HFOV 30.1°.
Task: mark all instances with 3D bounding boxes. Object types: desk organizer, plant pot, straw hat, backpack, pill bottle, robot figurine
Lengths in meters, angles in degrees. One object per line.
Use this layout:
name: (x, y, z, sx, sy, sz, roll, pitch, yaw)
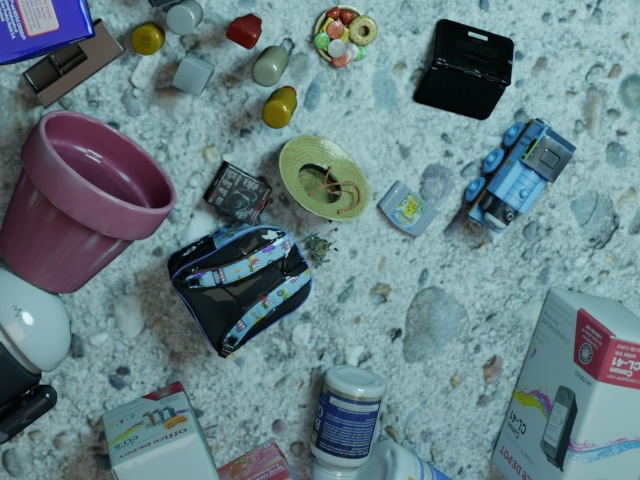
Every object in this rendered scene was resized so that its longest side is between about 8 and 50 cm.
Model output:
desk organizer: (-0.320, -0.230, 1.540, 0.130, 0.047, 0.050, -36, 110, -2)
plant pot: (-0.317, -0.039, 1.535, 0.201, 0.201, 0.180, 30, 113, -21)
straw hat: (-0.007, -0.072, 1.663, 0.144, 0.144, 0.061, 20, 143, -20)
backpack: (-0.108, 0.051, 1.647, 0.173, 0.117, 0.158, -32, 112, -3)
pill bottle: (0.169, 0.437, 1.827, 0.272, 0.152, 0.152, 36, 95, -21)
pill bottle: (0.036, 0.280, 1.771, 0.094, 0.094, 0.169, 8, 105, -17)
robot figurine: (-0.462, 0.146, 1.557, 0.278, 0.173, 0.209, -34, 136, -3)

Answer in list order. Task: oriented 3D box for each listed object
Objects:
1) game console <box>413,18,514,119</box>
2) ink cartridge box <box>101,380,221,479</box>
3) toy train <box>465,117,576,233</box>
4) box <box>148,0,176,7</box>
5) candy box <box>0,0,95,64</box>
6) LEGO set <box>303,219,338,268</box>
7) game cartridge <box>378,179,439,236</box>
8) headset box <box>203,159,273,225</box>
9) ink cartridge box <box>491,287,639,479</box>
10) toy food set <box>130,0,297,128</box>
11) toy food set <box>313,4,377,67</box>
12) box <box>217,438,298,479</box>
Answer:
game console: (0.204, -0.243, 1.695, 0.122, 0.071, 0.107, 13, 74, -19)
ink cartridge box: (-0.220, 0.306, 1.666, 0.128, 0.176, 0.127, -23, 112, -7)
toy train: (0.282, -0.093, 1.713, 0.080, 0.105, 0.184, 33, 96, -21)
box: (-0.121, -0.468, 1.452, 0.295, 0.073, 0.293, -18, 123, 1)
candy box: (-0.344, -0.340, 1.333, 0.122, 0.317, 0.268, -17, 102, -8)
LEGO set: (0.002, 0.000, 1.716, 0.054, 0.023, 0.083, 35, 83, -24)
game cartridge: (0.127, -0.044, 1.736, 0.083, 0.017, 0.056, 36, 99, -22)
headset box: (-0.111, -0.064, 1.656, 0.083, 0.032, 0.062, 27, 99, -22)
ink cartridge box: (0.395, 0.253, 1.789, 0.131, 0.226, 0.306, 13, 103, -18)
toy food set: (-0.126, -0.249, 1.577, 0.232, 0.104, 0.111, 25, 114, -3)
toy food set: (0.032, -0.281, 1.631, 0.083, 0.020, 0.082, 28, 98, -22)
box: (-0.154, 0.445, 1.744, 0.300, 0.154, 0.142, -29, 112, -3)
